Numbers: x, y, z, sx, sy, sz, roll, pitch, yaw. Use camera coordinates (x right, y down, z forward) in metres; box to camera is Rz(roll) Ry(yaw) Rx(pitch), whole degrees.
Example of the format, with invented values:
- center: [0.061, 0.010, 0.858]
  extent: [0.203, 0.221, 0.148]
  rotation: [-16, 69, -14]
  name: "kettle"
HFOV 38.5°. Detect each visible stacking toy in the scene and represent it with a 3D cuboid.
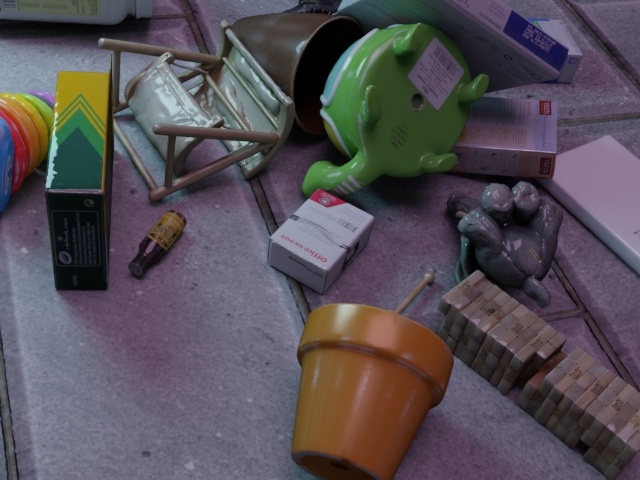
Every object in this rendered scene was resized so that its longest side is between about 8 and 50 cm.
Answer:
- center: [-0.481, -0.185, 1.503]
  extent: [0.166, 0.175, 0.302]
  rotation: [27, 34, 14]
  name: "stacking toy"

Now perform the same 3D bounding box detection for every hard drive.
- center: [0.557, -0.059, 1.642]
  extent: [0.203, 0.040, 0.307]
  rotation: [-21, 54, -28]
  name: "hard drive"

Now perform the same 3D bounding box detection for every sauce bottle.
- center: [-0.253, 0.004, 1.419]
  extent: [0.042, 0.042, 0.128]
  rotation: [20, 47, 8]
  name: "sauce bottle"

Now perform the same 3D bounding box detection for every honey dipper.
- center: [0.134, 0.097, 1.419]
  extent: [0.030, 0.030, 0.161]
  rotation: [32, 45, 19]
  name: "honey dipper"

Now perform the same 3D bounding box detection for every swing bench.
- center: [-0.217, -0.227, 1.567]
  extent: [0.255, 0.165, 0.253]
  rotation: [-15, 51, -28]
  name: "swing bench"

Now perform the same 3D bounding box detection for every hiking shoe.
- center: [-0.019, -0.468, 1.905]
  extent: [0.227, 0.086, 0.114]
  rotation: [-23, 41, -36]
  name: "hiking shoe"

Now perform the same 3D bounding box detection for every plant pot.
- center: [0.051, 0.213, 1.187]
  extent: [0.205, 0.205, 0.187]
  rotation: [18, 61, 6]
  name: "plant pot"
- center: [-0.065, -0.332, 1.686]
  extent: [0.230, 0.215, 0.215]
  rotation: [26, 46, 33]
  name: "plant pot"

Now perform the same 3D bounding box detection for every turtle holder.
- center: [0.112, -0.207, 1.559]
  extent: [0.243, 0.320, 0.227]
  rotation: [7, 5, -32]
  name: "turtle holder"

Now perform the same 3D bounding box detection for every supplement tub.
- center: [-0.486, -0.536, 1.758]
  extent: [0.325, 0.235, 0.235]
  rotation: [0, 47, -11]
  name: "supplement tub"

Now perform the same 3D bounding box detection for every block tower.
- center: [0.318, 0.189, 1.321]
  extent: [0.335, 0.097, 0.091]
  rotation: [40, 52, 23]
  name: "block tower"

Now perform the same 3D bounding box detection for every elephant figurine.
- center: [0.278, 0.006, 1.464]
  extent: [0.169, 0.239, 0.186]
  rotation: [30, 73, -4]
  name: "elephant figurine"

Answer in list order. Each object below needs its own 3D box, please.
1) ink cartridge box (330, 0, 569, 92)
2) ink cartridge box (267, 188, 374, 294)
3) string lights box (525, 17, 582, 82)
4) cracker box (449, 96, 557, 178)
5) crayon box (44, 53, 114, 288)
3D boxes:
- center: [0.210, -0.366, 1.616]
  extent: [0.324, 0.330, 0.071]
  rotation: [27, 81, -23]
  name: "ink cartridge box"
- center: [0.000, 0.000, 1.458]
  extent: [0.109, 0.063, 0.150]
  rotation: [29, 49, 16]
  name: "ink cartridge box"
- center: [0.395, -0.400, 1.912]
  extent: [0.260, 0.076, 0.133]
  rotation: [0, 46, -12]
  name: "string lights box"
- center: [0.312, -0.192, 1.675]
  extent: [0.232, 0.067, 0.155]
  rotation: [5, 45, 11]
  name: "cracker box"
- center: [-0.361, -0.111, 1.396]
  extent: [0.083, 0.203, 0.322]
  rotation: [1, 46, -10]
  name: "crayon box"
